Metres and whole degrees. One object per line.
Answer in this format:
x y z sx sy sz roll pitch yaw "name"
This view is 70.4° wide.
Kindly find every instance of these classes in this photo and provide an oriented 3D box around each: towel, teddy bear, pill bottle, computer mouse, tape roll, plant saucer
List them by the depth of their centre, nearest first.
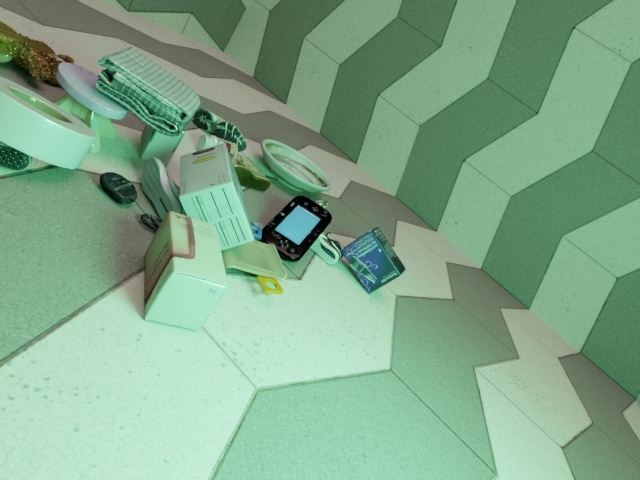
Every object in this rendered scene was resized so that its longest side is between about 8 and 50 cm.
-0.720 -0.297 1.133 0.286 0.100 0.286 33 6 -4 "tape roll"
-0.507 -0.095 1.239 0.242 0.041 0.071 45 30 2 "computer mouse"
-0.528 -0.453 1.402 0.284 0.121 0.235 32 24 -19 "towel"
-0.954 -0.600 1.523 0.245 0.113 0.338 48 15 9 "teddy bear"
-0.427 -0.385 1.881 0.152 0.086 0.086 12 32 -47 "pill bottle"
-0.134 -0.339 2.213 0.400 0.100 0.400 31 21 -14 "plant saucer"

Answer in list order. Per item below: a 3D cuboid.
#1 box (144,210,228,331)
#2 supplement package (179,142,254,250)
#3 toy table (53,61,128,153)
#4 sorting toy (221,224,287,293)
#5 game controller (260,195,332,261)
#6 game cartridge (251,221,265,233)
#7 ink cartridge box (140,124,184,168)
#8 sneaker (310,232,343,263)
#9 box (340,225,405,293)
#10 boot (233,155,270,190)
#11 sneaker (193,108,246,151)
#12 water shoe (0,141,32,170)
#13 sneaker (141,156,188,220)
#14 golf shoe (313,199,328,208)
-0.314 0.066 1.038 0.127 0.148 0.232 22 25 -32 "box"
-0.306 -0.127 1.326 0.262 0.145 0.204 -114 -173 -52 "supplement package"
-0.712 -0.396 1.366 0.252 0.161 0.274 10 33 -49 "toy table"
-0.212 0.054 1.362 0.196 0.047 0.347 15 28 -32 "sorting toy"
-0.083 -0.049 1.615 0.166 0.067 0.319 39 42 -1 "game controller"
-0.205 -0.034 1.594 0.056 0.017 0.083 16 29 -49 "game cartridge"
-0.548 -0.372 1.572 0.093 0.154 0.212 21 26 -34 "ink cartridge box"
0.000 0.000 1.767 0.217 0.079 0.121 49 20 8 "sneaker"
0.203 0.074 1.737 0.207 0.153 0.108 56 23 5 "box"
-0.319 -0.293 1.870 0.213 0.077 0.165 19 27 -49 "boot"
-0.442 -0.514 2.097 0.283 0.110 0.122 39 18 6 "sneaker"
-0.783 -0.223 1.050 0.203 0.073 0.080 30 3 -33 "water shoe"
-0.456 -0.141 1.350 0.091 0.094 0.258 20 34 -56 "sneaker"
-0.047 -0.136 1.932 0.120 0.105 0.273 31 20 6 "golf shoe"
